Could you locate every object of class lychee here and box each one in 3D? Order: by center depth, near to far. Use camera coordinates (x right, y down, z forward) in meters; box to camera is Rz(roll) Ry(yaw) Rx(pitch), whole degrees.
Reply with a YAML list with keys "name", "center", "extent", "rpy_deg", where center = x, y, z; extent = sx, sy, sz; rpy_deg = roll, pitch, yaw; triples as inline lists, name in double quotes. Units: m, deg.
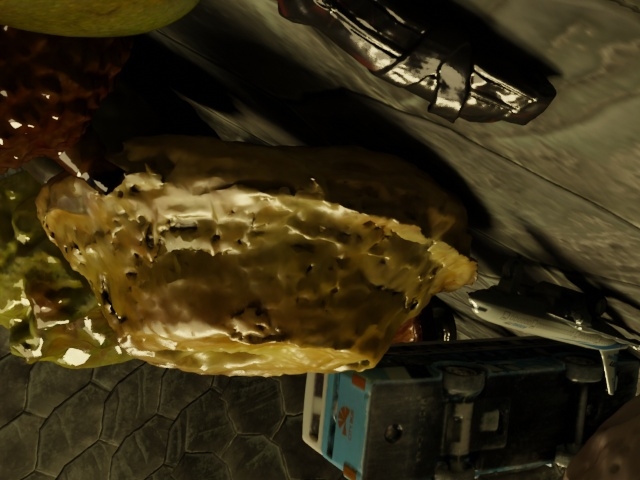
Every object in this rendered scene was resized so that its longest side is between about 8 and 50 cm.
- name: "lychee"
  center: [-0.201, -0.119, 0.567]
  extent: [0.238, 0.200, 0.200]
  rpy_deg: [53, 172, -8]

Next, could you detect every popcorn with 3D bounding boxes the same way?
- name: "popcorn"
  center: [-0.270, 0.012, 1.086]
  extent: [0.293, 0.293, 0.237]
  rpy_deg: [36, -148, -40]

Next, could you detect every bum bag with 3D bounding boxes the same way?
- name: "bum bag"
  center: [0.034, -0.080, 0.394]
  extent: [0.124, 0.034, 0.058]
  rpy_deg: [32, 161, -8]

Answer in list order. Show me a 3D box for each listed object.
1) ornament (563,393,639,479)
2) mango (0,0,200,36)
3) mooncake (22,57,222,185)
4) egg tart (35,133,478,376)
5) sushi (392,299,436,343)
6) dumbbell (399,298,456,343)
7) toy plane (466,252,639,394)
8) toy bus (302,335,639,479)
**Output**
- name: "ornament"
  center: [0.249, 0.199, 0.538]
  extent: [0.259, 0.259, 0.225]
  rpy_deg: [30, 153, 25]
- name: "mango"
  center: [-0.157, -0.157, 0.390]
  extent: [0.133, 0.111, 0.267]
  rpy_deg: [9, 165, 47]
- name: "mooncake"
  center: [-0.182, -0.100, 0.894]
  extent: [0.228, 0.124, 0.228]
  rpy_deg: [39, -172, -6]
- name: "egg tart"
  center: [-0.045, 0.030, 0.723]
  extent: [0.341, 0.129, 0.341]
  rpy_deg: [1, 163, 0]
- name: "sushi"
  center: [0.011, 0.029, 0.991]
  extent: [0.296, 0.167, 0.179]
  rpy_deg: [24, 150, 15]
- name: "dumbbell"
  center: [0.177, 0.195, 1.360]
  extent: [0.290, 0.192, 0.192]
  rpy_deg: [27, 173, 41]
- name: "toy plane"
  center: [0.180, 0.061, 0.726]
  extent: [0.226, 0.058, 0.226]
  rpy_deg: [17, 170, 46]
- name: "toy bus"
  center: [0.138, 0.145, 0.861]
  extent: [0.297, 0.106, 0.131]
  rpy_deg: [1, -171, -32]
